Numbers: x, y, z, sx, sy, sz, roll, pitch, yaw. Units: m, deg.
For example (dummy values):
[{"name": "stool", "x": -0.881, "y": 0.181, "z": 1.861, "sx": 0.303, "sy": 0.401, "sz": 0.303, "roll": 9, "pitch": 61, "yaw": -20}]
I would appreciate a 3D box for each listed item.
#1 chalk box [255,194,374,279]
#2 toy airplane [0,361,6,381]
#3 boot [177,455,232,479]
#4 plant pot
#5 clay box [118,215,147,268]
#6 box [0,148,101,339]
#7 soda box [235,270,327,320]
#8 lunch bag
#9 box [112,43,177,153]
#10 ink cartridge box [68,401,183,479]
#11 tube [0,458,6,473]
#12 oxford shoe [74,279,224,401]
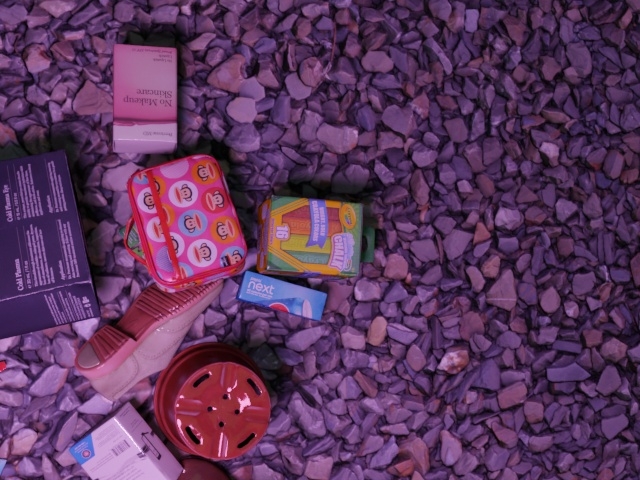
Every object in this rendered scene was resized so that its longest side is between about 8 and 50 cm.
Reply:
[{"name": "chalk box", "x": 0.000, "y": 0.000, "z": 1.770, "sx": 0.289, "sy": 0.179, "sz": 0.180, "roll": 3, "pitch": 83, "yaw": -14}, {"name": "toy airplane", "x": -0.764, "y": 0.261, "z": 1.620, "sx": 0.151, "sy": 0.028, "sz": 0.151, "roll": 2, "pitch": 83, "yaw": -14}, {"name": "boot", "x": -0.205, "y": 0.589, "z": 1.594, "sx": 0.096, "sy": 0.280, "sz": 0.264, "roll": -43, "pitch": 95, "yaw": -15}, {"name": "plant pot", "x": -0.231, "y": 0.366, "z": 1.623, "sx": 0.273, "sy": 0.265, "sz": 0.272, "roll": 2, "pitch": 84, "yaw": -14}, {"name": "clay box", "x": -0.358, "y": -0.043, "z": 1.747, "sx": 0.222, "sy": 0.053, "sz": 0.127, "roll": -39, "pitch": 92, "yaw": -17}, {"name": "box", "x": -0.660, "y": 0.015, "z": 1.542, "sx": 0.313, "sy": 0.179, "sz": 0.343, "roll": -12, "pitch": 63, "yaw": -16}, {"name": "soda box", "x": -0.096, "y": 0.137, "z": 1.787, "sx": 0.210, "sy": 0.067, "sz": 0.071, "roll": 17, "pitch": 80, "yaw": -11}, {"name": "lunch bag", "x": -0.321, "y": -0.035, "z": 1.663, "sx": 0.258, "sy": 0.120, "sz": 0.293, "roll": -17, "pitch": 77, "yaw": -12}, {"name": "box", "x": -0.416, "y": -0.331, "z": 1.729, "sx": 0.149, "sy": 0.127, "sz": 0.232, "roll": 0, "pitch": 83, "yaw": -15}, {"name": "ink cartridge box", "x": -0.431, "y": 0.489, "z": 1.622, "sx": 0.148, "sy": 0.086, "sz": 0.203, "roll": -36, "pitch": 95, "yaw": 14}, {"name": "tube", "x": -0.752, "y": 0.575, "z": 1.579, "sx": 0.080, "sy": 0.052, "sz": 0.207, "roll": 15, "pitch": 75, "yaw": -17}, {"name": "oxford shoe", "x": -0.375, "y": 0.207, "z": 1.697, "sx": 0.397, "sy": 0.140, "sz": 0.146, "roll": -38, "pitch": 129, "yaw": -22}]
